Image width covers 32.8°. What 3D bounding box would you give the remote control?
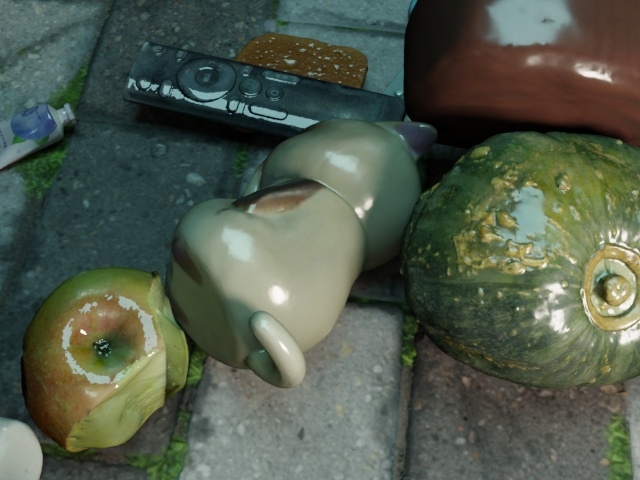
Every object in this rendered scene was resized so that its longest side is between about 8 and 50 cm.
[{"bbox_3d":[-0.075,-0.191,1.483,0.377,0.044,0.107,14,53,6],"label":"remote control"}]

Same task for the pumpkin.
[{"bbox_3d":[0.252,0.017,1.218,0.328,0.257,0.291,12,91,-20],"label":"pumpkin"}]

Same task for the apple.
[{"bbox_3d":[-0.235,0.121,1.171,0.174,0.188,0.207,26,66,16],"label":"apple"}]

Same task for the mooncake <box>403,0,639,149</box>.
[{"bbox_3d":[0.250,-0.200,1.293,0.334,0.326,0.174,-15,65,37],"label":"mooncake"}]

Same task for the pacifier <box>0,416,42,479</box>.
[{"bbox_3d":[-0.385,0.206,1.137,0.207,0.227,0.279,27,54,-23],"label":"pacifier"}]

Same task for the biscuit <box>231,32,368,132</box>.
[{"bbox_3d":[-0.039,-0.214,1.546,0.192,0.036,0.186,12,55,6],"label":"biscuit"}]

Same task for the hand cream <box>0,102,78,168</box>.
[{"bbox_3d":[-0.399,-0.146,1.473,0.142,0.053,0.084,-24,57,-8],"label":"hand cream"}]

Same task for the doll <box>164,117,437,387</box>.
[{"bbox_3d":[-0.031,-0.002,1.270,0.226,0.215,0.370,26,52,17],"label":"doll"}]

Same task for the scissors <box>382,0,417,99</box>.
[{"bbox_3d":[0.135,-0.229,1.569,0.192,0.029,0.447,29,56,19],"label":"scissors"}]
